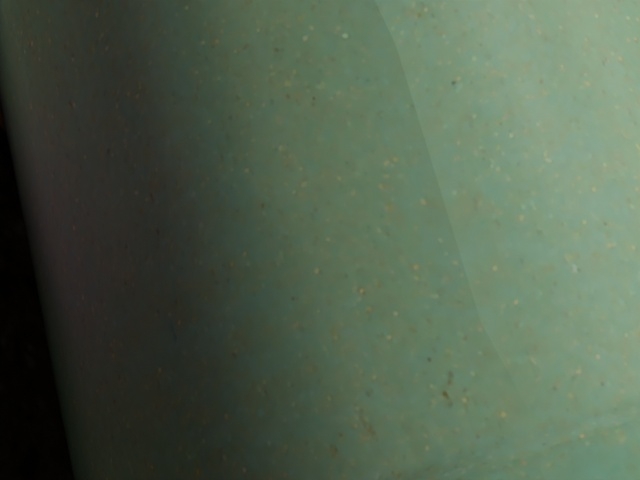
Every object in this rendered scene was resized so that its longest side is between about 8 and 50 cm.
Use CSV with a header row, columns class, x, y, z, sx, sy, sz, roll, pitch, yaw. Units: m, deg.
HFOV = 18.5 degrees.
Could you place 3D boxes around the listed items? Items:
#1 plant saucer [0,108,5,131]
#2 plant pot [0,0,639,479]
class,x,y,z,sx,sy,sz,roll,pitch,yaw
plant saucer,-0.123,-0.066,0.862,0.083,0.013,0.083,41,34,-36
plant pot,0.041,0.016,0.706,0.341,0.341,0.334,5,64,-59
